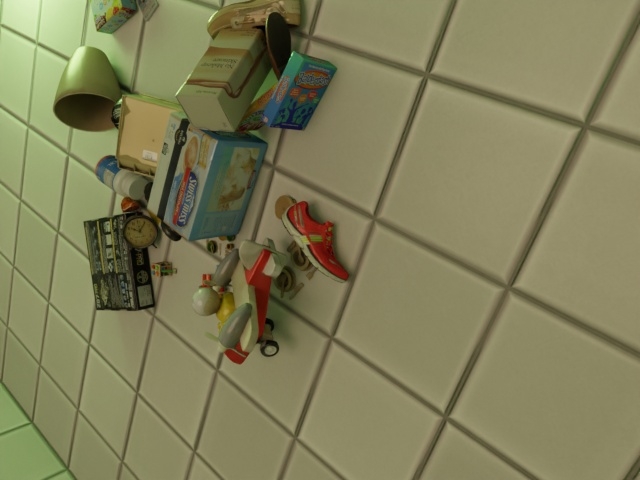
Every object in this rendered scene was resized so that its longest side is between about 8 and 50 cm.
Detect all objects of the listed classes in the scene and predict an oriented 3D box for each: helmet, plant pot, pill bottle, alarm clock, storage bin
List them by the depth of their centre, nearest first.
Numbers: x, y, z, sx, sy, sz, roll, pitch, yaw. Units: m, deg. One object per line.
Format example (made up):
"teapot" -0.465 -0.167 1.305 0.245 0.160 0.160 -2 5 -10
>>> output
"storage bin" -0.552 -0.352 1.772 0.262 0.123 0.260 16 108 7
"helmet" -0.685 -0.466 1.903 0.161 0.169 0.169 -8 91 54
"alarm clock" -0.703 -0.055 1.978 0.064 0.129 0.192 -145 49 -63
"plant pot" -0.904 -0.612 2.009 0.256 0.256 0.274 -25 64 36
"pill bottle" -0.779 -0.245 2.014 0.221 0.124 0.124 30 113 29

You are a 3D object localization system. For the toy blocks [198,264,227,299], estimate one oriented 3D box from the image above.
"toy blocks" -0.381 0.153 1.815 0.123 0.054 0.148 11 102 35

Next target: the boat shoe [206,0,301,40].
"boat shoe" -0.208 -0.649 1.538 0.341 0.121 0.110 -4 94 35

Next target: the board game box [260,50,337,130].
"board game box" -0.060 -0.414 1.436 0.047 0.160 0.210 44 120 23

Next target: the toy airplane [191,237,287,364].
"toy airplane" -0.249 0.168 1.541 0.386 0.272 0.384 131 139 -67

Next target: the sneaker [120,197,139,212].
"sneaker" -0.765 -0.147 2.030 0.175 0.064 0.067 1 100 56

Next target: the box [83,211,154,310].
"box" -0.844 0.094 2.126 0.318 0.097 0.395 -6 92 35

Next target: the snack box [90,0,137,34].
"snack box" -0.809 -0.930 1.977 0.207 0.070 0.174 -14 88 39

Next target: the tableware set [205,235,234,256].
"tableware set" -0.361 0.004 1.799 0.154 0.024 0.104 13 103 35

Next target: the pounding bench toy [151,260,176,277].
"pounding bench toy" -0.606 0.114 1.969 0.083 0.065 0.052 9 101 35

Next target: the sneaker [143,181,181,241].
"sneaker" -0.563 -0.124 1.905 0.106 0.101 0.267 -38 71 11

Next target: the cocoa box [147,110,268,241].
"cocoa box" -0.366 -0.205 1.644 0.228 0.231 0.347 34 114 27

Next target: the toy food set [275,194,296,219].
"toy food set" -0.110 -0.100 1.601 0.082 0.020 0.083 21 108 33

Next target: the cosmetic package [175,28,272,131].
"cosmetic package" -0.269 -0.468 1.476 0.153 0.129 0.296 9 60 22

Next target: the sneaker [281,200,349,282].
"sneaker" 0.000 0.000 1.486 0.118 0.107 0.279 -40 81 6

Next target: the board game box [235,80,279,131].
"board game box" -0.154 -0.404 1.528 0.259 0.124 0.039 -30 84 36

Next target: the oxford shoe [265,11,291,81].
"oxford shoe" -0.127 -0.552 1.485 0.076 0.076 0.212 37 145 48

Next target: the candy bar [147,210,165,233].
"candy bar" -0.631 -0.077 1.992 0.161 0.018 0.040 46 123 23

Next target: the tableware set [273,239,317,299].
"tableware set" -0.091 0.089 1.599 0.128 0.039 0.194 51 122 20

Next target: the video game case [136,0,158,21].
"video game case" -0.649 -0.894 1.902 0.087 0.011 0.122 -35 76 35
